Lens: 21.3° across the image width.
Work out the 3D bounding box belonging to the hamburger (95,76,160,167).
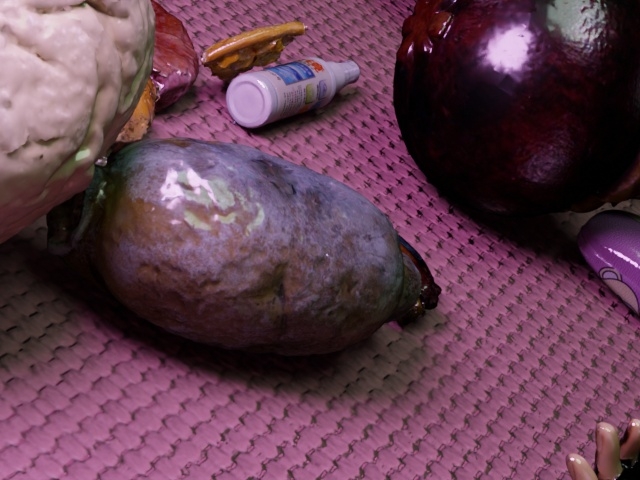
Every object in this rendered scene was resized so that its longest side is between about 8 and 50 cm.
[{"bbox_3d":[-0.213,-0.125,1.562,0.176,0.087,0.102,12,33,-35],"label":"hamburger"}]

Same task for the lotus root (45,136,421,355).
[{"bbox_3d":[-0.050,0.008,1.438,0.349,0.175,0.175,13,34,-30],"label":"lotus root"}]

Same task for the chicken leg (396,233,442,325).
[{"bbox_3d":[0.000,0.000,1.612,0.253,0.051,0.106,23,35,-9],"label":"chicken leg"}]

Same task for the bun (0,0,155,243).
[{"bbox_3d":[-0.282,-0.112,1.298,0.352,0.349,0.227,-118,-176,-62],"label":"bun"}]

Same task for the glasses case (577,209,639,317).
[{"bbox_3d":[0.414,0.077,1.848,0.316,0.076,0.123,41,31,18],"label":"glasses case"}]

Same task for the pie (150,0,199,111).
[{"bbox_3d":[-0.226,-0.206,1.712,0.218,0.054,0.204,24,30,-9],"label":"pie"}]

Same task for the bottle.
[{"bbox_3d":[-0.021,-0.164,1.832,0.060,0.060,0.217,41,29,17],"label":"bottle"}]

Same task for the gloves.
[{"bbox_3d":[0.288,0.228,1.452,0.203,0.124,0.164,23,12,-12],"label":"gloves"}]

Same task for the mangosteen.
[{"bbox_3d":[0.244,-0.155,1.832,0.347,0.307,0.307,30,28,-23],"label":"mangosteen"}]

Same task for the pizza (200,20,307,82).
[{"bbox_3d":[-0.076,-0.189,1.779,0.123,0.108,0.026,-19,76,-25],"label":"pizza"}]
